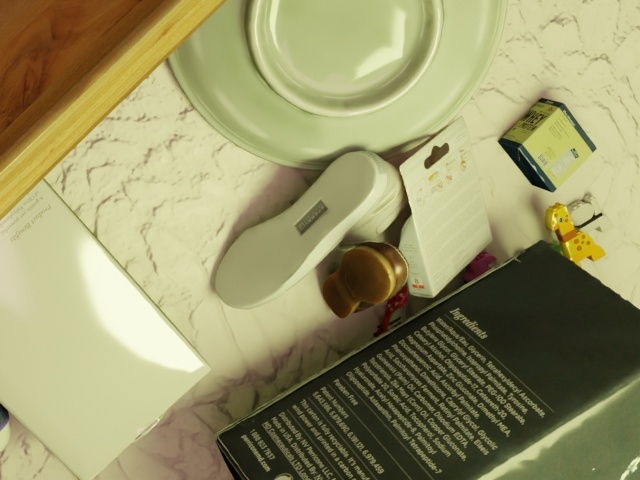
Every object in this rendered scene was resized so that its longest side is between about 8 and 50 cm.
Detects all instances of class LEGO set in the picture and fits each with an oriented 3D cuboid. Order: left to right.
[{"bbox_3d":[0.286,0.002,1.569,0.227,0.087,0.093,-30,112,-13],"label":"LEGO set"}]

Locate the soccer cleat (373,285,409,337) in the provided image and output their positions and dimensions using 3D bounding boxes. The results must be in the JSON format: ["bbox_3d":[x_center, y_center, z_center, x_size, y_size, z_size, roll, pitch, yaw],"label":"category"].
[{"bbox_3d":[0.098,0.097,1.555,0.035,0.029,0.083,16,100,-32],"label":"soccer cleat"}]

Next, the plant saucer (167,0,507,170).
[{"bbox_3d":[0.022,-0.251,1.343,0.400,0.100,0.401,-3,114,-7],"label":"plant saucer"}]

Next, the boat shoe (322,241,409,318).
[{"bbox_3d":[0.063,0.037,1.439,0.073,0.207,0.073,-27,88,-20],"label":"boat shoe"}]

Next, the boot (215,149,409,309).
[{"bbox_3d":[0.000,0.000,1.458,0.258,0.095,0.123,-38,154,18],"label":"boot"}]

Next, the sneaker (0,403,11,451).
[{"bbox_3d":[-0.460,0.110,1.213,0.322,0.130,0.236,4,113,-23],"label":"sneaker"}]

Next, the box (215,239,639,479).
[{"bbox_3d":[0.202,0.344,1.466,0.471,0.297,0.480,-31,125,-13],"label":"box"}]

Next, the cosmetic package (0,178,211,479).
[{"bbox_3d":[-0.313,0.061,1.313,0.197,0.155,0.365,-41,117,-8],"label":"cosmetic package"}]

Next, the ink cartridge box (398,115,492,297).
[{"bbox_3d":[0.141,-0.042,1.485,0.145,0.045,0.179,-39,121,-40],"label":"ink cartridge box"}]

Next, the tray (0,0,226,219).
[{"bbox_3d":[-0.277,-0.201,1.193,0.203,0.076,0.411,35,68,15],"label":"tray"}]

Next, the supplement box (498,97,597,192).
[{"bbox_3d":[0.290,-0.122,1.555,0.083,0.056,0.083,-44,114,-5],"label":"supplement box"}]
